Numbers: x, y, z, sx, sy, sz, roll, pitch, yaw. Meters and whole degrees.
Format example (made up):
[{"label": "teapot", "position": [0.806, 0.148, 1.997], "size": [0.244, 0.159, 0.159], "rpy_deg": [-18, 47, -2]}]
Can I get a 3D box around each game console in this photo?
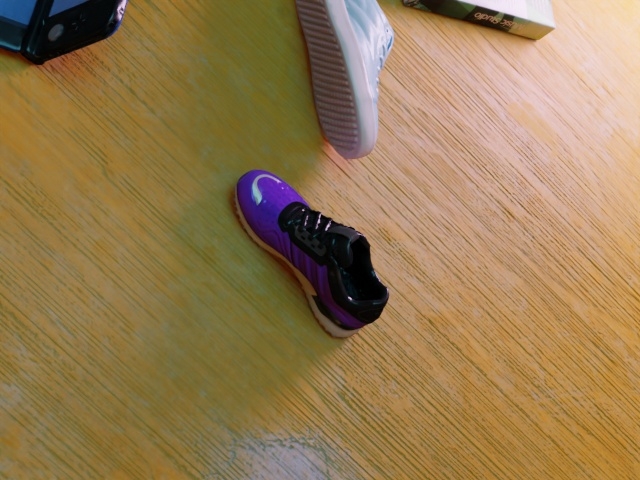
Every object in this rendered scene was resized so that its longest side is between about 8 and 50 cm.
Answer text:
[{"label": "game console", "position": [-0.390, -0.415, 1.329], "size": [0.173, 0.250, 0.293], "rpy_deg": [36, 54, -45]}]

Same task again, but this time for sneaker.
[{"label": "sneaker", "position": [0.001, 0.000, 1.395], "size": [0.293, 0.146, 0.102], "rpy_deg": [51, 56, -3]}, {"label": "sneaker", "position": [0.067, -0.307, 1.556], "size": [0.150, 0.135, 0.366], "rpy_deg": [-3, 73, -25]}]

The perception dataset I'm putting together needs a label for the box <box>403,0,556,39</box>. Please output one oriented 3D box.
[{"label": "box", "position": [0.295, -0.524, 1.815], "size": [0.322, 0.058, 0.232], "rpy_deg": [7, 68, -25]}]
